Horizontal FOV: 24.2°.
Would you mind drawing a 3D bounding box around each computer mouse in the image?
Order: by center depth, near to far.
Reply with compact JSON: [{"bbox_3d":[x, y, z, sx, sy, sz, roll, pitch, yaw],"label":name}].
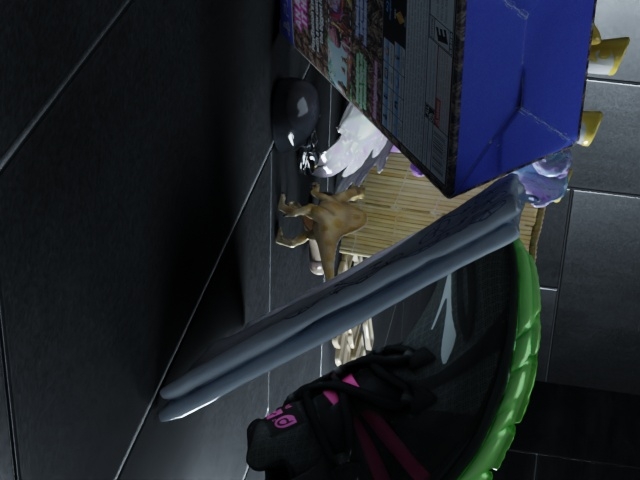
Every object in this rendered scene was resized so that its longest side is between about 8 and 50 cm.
[{"bbox_3d":[-0.013,-0.112,1.555,0.242,0.041,0.071,56,41,-78],"label":"computer mouse"}]

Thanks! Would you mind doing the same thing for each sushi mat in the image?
[{"bbox_3d":[0.159,-0.036,1.970,0.019,0.316,0.151,19,83,-48],"label":"sushi mat"}]

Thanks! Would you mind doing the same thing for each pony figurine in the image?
[{"bbox_3d":[0.156,-0.186,1.818,0.303,0.363,0.351,84,30,-85],"label":"pony figurine"}]

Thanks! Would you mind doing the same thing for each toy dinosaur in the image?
[{"bbox_3d":[0.002,-0.017,1.558,0.183,0.093,0.053,-73,167,-50],"label":"toy dinosaur"}]

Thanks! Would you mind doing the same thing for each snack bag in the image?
[{"bbox_3d":[0.037,0.032,1.270,0.037,0.323,0.342,60,13,-2],"label":"snack bag"}]

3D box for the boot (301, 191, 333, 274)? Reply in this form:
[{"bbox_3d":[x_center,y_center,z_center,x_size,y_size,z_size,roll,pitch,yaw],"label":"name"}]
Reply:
[{"bbox_3d":[0.000,0.000,1.742,0.118,0.042,0.087,-65,163,-63],"label":"boot"}]

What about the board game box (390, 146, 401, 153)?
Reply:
[{"bbox_3d":[0.141,-0.114,2.571,0.208,0.056,0.346,-70,165,-72],"label":"board game box"}]

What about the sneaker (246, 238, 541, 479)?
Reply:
[{"bbox_3d":[0.045,0.184,1.355,0.483,0.202,0.185,-59,-175,-10],"label":"sneaker"}]

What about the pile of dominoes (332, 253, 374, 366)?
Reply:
[{"bbox_3d":[0.031,0.127,2.152,0.196,0.040,0.251,-72,158,-49],"label":"pile of dominoes"}]

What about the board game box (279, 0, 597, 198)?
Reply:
[{"bbox_3d":[0.092,-0.224,1.298,0.291,0.141,0.232,49,-28,39],"label":"board game box"}]
